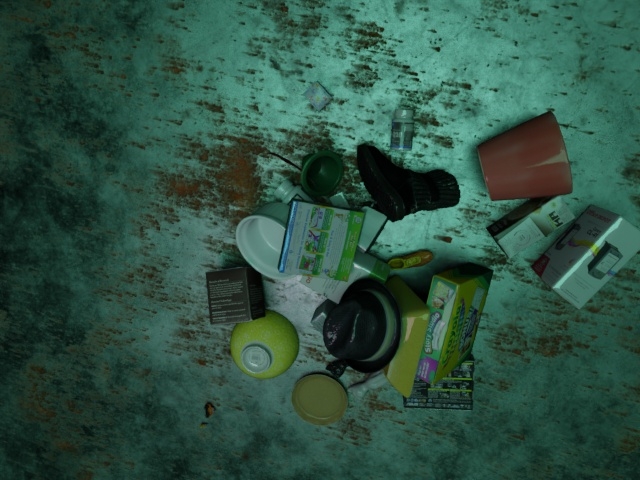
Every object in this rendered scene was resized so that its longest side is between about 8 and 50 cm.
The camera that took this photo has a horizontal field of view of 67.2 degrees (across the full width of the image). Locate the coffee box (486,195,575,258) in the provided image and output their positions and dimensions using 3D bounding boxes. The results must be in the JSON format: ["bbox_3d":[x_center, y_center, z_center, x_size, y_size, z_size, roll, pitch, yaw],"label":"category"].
[{"bbox_3d":[0.715,-0.060,1.656,0.246,0.141,0.098,-36,97,14],"label":"coffee box"}]

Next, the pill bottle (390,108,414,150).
[{"bbox_3d":[0.285,-0.383,1.670,0.078,0.078,0.137,4,104,7],"label":"pill bottle"}]

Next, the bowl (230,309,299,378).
[{"bbox_3d":[-0.239,0.438,1.910,0.289,0.156,0.290,2,104,8],"label":"bowl"}]

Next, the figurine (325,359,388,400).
[{"bbox_3d":[0.158,0.527,1.919,0.209,0.092,0.215,-40,96,23],"label":"figurine"}]

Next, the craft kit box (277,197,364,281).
[{"bbox_3d":[0.000,0.000,1.607,0.246,0.061,0.250,10,103,-13],"label":"craft kit box"}]

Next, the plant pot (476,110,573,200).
[{"bbox_3d":[0.655,-0.252,1.568,0.243,0.275,0.275,-15,101,22],"label":"plant pot"}]

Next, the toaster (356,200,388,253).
[{"bbox_3d":[0.166,-0.047,1.727,0.110,0.168,0.186,31,105,2],"label":"toaster"}]

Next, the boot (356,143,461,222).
[{"bbox_3d":[0.296,-0.222,1.671,0.260,0.131,0.348,-18,61,-16],"label":"boot"}]

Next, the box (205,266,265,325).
[{"bbox_3d":[-0.320,0.209,1.834,0.167,0.168,0.203,-9,84,11],"label":"box"}]

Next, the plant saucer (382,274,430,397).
[{"bbox_3d":[0.256,0.327,1.715,0.080,0.333,0.333,7,105,-13],"label":"plant saucer"}]

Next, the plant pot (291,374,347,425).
[{"bbox_3d":[-0.003,0.656,1.994,0.236,0.032,0.236,2,104,8],"label":"plant pot"}]

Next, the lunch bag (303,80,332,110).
[{"bbox_3d":[-0.009,-0.510,1.695,0.083,0.053,0.071,42,108,-14],"label":"lunch bag"}]

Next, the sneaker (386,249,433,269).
[{"bbox_3d":[0.333,0.081,1.784,0.175,0.067,0.064,-15,99,10],"label":"sneaker"}]

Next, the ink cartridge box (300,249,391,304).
[{"bbox_3d":[0.091,0.126,1.777,0.272,0.115,0.198,29,121,4],"label":"ink cartridge box"}]

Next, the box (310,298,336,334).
[{"bbox_3d":[0.038,0.310,1.847,0.072,0.137,0.126,-43,94,17],"label":"box"}]

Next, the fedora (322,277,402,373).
[{"bbox_3d":[0.115,0.292,1.617,0.334,0.152,0.334,0,90,48],"label":"fedora"}]

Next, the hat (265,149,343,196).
[{"bbox_3d":[-0.043,-0.283,1.770,0.173,0.183,0.208,-47,134,-1],"label":"hat"}]

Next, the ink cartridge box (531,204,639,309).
[{"bbox_3d":[0.889,0.048,1.614,0.131,0.226,0.306,36,105,-3],"label":"ink cartridge box"}]

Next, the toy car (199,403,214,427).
[{"bbox_3d":[-0.494,0.762,2.099,0.040,0.060,0.122,4,132,-37],"label":"toy car"}]

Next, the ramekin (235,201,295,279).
[{"bbox_3d":[-0.157,-0.005,1.750,0.277,0.135,0.277,17,132,20],"label":"ramekin"}]

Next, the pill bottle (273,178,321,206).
[{"bbox_3d":[-0.081,-0.139,1.768,0.180,0.108,0.108,42,106,-3],"label":"pill bottle"}]

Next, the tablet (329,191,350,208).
[{"bbox_3d":[0.075,-0.134,1.799,0.054,0.006,0.083,-25,99,14],"label":"tablet"}]

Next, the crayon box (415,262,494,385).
[{"bbox_3d":[0.463,0.280,1.684,0.106,0.313,0.363,20,109,34],"label":"crayon box"}]

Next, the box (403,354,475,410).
[{"bbox_3d":[0.460,0.552,1.887,0.270,0.060,0.216,-1,103,8],"label":"box"}]
